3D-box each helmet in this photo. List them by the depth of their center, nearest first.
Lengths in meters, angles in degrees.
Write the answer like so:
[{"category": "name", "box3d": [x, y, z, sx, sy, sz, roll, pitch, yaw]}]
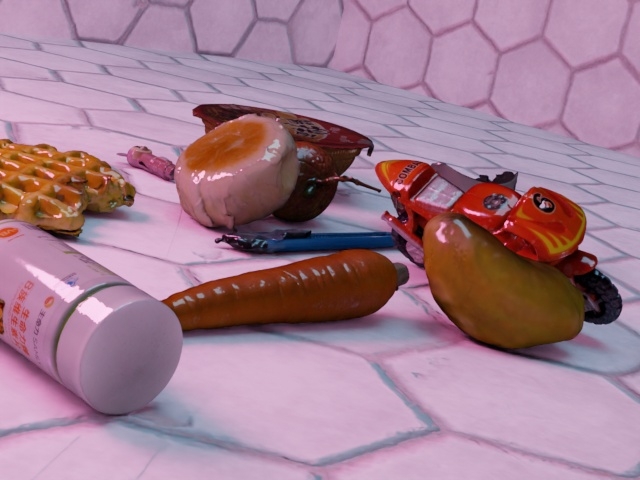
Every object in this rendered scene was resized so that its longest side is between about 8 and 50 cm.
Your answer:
[{"category": "helmet", "box3d": [0.173, -0.043, 1.490, 0.153, 0.107, 0.177, 1, -2, -30]}]

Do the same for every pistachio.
[{"category": "pistachio", "box3d": [0.172, 0.053, 1.110, 0.189, 0.100, 0.110, 34, 39, -10]}]

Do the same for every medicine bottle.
[{"category": "medicine bottle", "box3d": [-0.187, 0.050, 0.810, 0.086, 0.086, 0.183, -1, 19, -45]}]

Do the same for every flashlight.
[{"category": "flashlight", "box3d": [-0.231, -0.109, 1.536, 0.110, 0.031, 0.052, 24, 17, 41]}]

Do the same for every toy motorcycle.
[{"category": "toy motorcycle", "box3d": [0.193, -0.001, 1.227, 0.298, 0.171, 0.089, 19, 58, 39]}]

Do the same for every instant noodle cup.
[{"category": "instant noodle cup", "box3d": [-0.061, -0.129, 1.647, 0.274, 0.090, 0.274, 11, 13, -3]}]

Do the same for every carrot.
[{"category": "carrot", "box3d": [-0.039, 0.052, 1.017, 0.336, 0.069, 0.069, -8, 24, -41]}]

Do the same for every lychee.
[{"category": "lychee", "box3d": [-0.019, -0.078, 1.423, 0.114, 0.101, 0.140, -10, -12, -36]}]

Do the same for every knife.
[{"category": "knife", "box3d": [0.000, -0.002, 1.326, 0.044, 0.026, 0.297, 9, 8, 44]}]

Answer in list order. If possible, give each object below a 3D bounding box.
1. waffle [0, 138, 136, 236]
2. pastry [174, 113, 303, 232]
[{"category": "waffle", "box3d": [-0.329, -0.064, 1.228, 0.291, 0.051, 0.291, 9, 15, -3]}, {"category": "pastry", "box3d": [-0.100, -0.083, 1.336, 0.166, 0.088, 0.166, -12, 36, 9]}]
